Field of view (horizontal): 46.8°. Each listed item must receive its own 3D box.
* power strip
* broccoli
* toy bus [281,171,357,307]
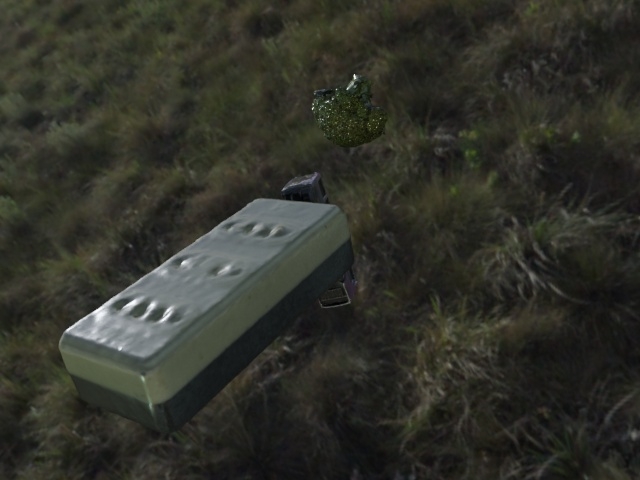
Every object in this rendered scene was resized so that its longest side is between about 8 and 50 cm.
[{"bbox_3d":[-0.076,0.042,0.597,0.105,0.070,0.257,9,32,34],"label":"power strip"},{"bbox_3d":[0.051,-0.213,1.226,0.131,0.130,0.120,20,81,13],"label":"broccoli"},{"bbox_3d":[0.000,0.000,0.726,0.037,0.130,0.052,-12,21,20],"label":"toy bus"}]
